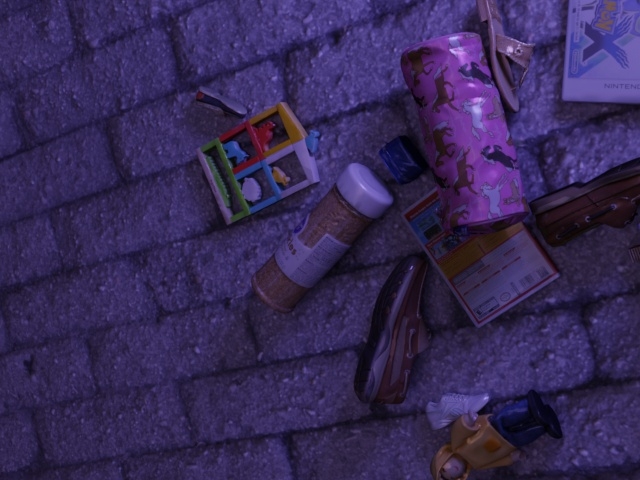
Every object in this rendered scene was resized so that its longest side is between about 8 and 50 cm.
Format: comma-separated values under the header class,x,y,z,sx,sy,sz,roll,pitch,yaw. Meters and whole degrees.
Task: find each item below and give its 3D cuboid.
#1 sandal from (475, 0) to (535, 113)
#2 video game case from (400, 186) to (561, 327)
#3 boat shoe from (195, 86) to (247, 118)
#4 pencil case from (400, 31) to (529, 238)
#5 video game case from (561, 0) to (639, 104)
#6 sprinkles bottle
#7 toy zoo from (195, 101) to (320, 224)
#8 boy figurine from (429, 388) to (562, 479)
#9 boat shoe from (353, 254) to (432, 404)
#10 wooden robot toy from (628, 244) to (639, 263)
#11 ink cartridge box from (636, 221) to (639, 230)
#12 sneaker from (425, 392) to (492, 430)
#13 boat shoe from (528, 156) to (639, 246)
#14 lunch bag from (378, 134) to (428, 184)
class,x,y,z,sx,sy,sz,roll,pitch,yaw
sandal,0.363,-0.366,1.675,0.079,0.088,0.240,-18,85,31
video game case,0.317,0.006,1.789,0.204,0.025,0.285,-37,82,26
boat shoe,-0.222,-0.299,1.989,0.137,0.049,0.043,29,112,22
pencil case,0.269,-0.199,1.689,0.167,0.160,0.386,-12,84,-12
video game case,0.593,-0.407,1.586,0.300,0.036,0.329,6,100,25
sprinkles bottle,0.000,0.000,1.888,0.121,0.121,0.355,47,114,12
toy zoo,-0.124,-0.176,1.971,0.293,0.030,0.192,-25,87,26
boy figurine,0.330,0.402,1.785,0.285,0.092,0.177,-33,119,20
boat shoe,0.169,0.190,1.853,0.116,0.123,0.324,17,98,-12
wooden robot toy,0.642,0.013,1.604,0.173,0.079,0.076,-1,98,25
ink cartridge box,0.679,-0.011,1.523,0.208,0.045,0.206,-40,45,25
sneaker,0.281,0.342,1.844,0.152,0.053,0.061,-29,82,27
boat shoe,0.540,-0.077,1.632,0.307,0.110,0.104,-22,92,37
lunch bag,0.163,-0.165,1.813,0.065,0.067,0.098,-38,80,25
